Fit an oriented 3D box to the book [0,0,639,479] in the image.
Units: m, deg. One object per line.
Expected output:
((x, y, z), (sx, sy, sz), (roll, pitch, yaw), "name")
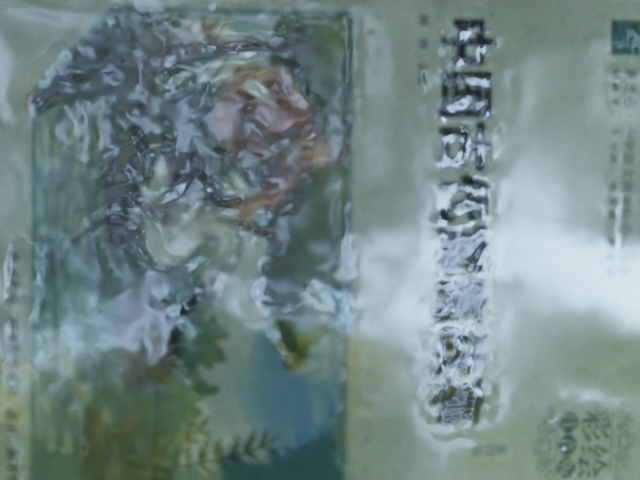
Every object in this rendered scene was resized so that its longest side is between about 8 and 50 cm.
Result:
((0.000, 0.000, 0.597), (0.283, 0.025, 0.215), (-2, 99, -20), "book")
